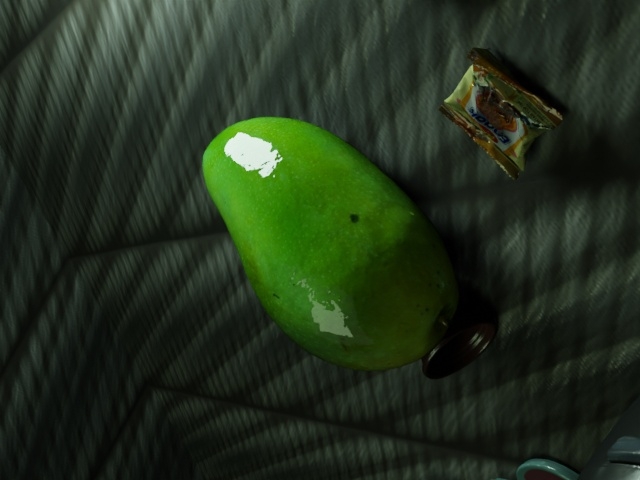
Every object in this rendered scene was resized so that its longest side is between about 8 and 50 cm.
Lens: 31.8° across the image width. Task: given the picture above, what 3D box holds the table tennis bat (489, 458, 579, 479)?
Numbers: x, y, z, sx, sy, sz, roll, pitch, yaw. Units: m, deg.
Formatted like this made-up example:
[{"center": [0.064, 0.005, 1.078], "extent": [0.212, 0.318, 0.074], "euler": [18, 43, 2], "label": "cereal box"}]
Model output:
[{"center": [0.318, 0.363, 1.580], "extent": [0.153, 0.040, 0.244], "euler": [54, 153, -14], "label": "table tennis bat"}]

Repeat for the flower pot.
[{"center": [0.151, 0.105, 1.402], "extent": [0.089, 0.111, 0.111], "euler": [54, 163, 30], "label": "flower pot"}]

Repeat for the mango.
[{"center": [0.000, 0.000, 1.342], "extent": [0.382, 0.201, 0.225], "euler": [43, 131, 19], "label": "mango"}]

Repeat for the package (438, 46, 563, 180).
[{"center": [0.169, -0.121, 1.073], "extent": [0.108, 0.031, 0.121], "euler": [45, 158, 10], "label": "package"}]

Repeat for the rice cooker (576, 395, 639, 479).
[{"center": [0.377, 0.248, 1.033], "extent": [0.267, 0.224, 0.267], "euler": [41, 157, 22], "label": "rice cooker"}]
